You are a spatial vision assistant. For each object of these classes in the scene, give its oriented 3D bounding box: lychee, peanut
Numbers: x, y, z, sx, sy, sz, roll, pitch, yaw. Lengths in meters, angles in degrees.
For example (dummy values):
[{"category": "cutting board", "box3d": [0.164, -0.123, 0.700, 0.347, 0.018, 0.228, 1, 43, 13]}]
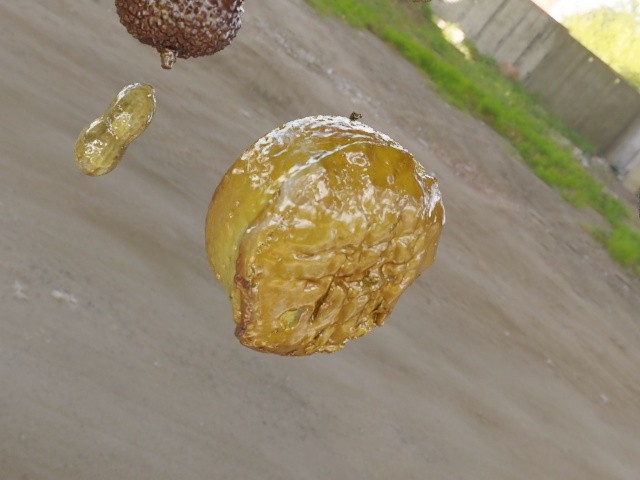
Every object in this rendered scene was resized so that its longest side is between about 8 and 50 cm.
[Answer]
[{"category": "lychee", "box3d": [-0.289, -0.499, 1.769, 0.276, 0.304, 0.276, 14, -7, 2]}, {"category": "peanut", "box3d": [-0.352, -0.193, 1.480, 0.089, 0.193, 0.089, 39, -10, 8]}]

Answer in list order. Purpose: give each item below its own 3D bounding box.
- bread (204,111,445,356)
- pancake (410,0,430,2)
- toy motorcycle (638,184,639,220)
[{"category": "bread", "box3d": [0.000, 0.000, 1.337, 0.398, 0.398, 0.215, 19, 24, -46]}, {"category": "pancake", "box3d": [0.163, -0.336, 0.938, 0.021, 0.199, 0.199, 53, 22, 14]}, {"category": "toy motorcycle", "box3d": [0.414, -0.050, 0.859, 0.108, 0.341, 0.222, 11, -51, 45]}]
